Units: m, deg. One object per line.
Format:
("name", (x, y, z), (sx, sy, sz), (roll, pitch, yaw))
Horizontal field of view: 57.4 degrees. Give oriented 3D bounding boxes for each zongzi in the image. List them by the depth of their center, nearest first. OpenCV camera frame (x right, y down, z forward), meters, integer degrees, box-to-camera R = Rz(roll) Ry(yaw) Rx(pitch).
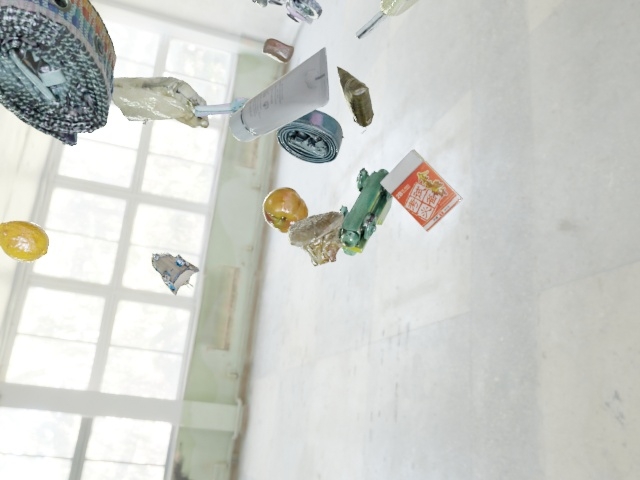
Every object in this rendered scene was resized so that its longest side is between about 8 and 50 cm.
("zongzi", (0.117, -0.502, 2.071), (0.184, 0.084, 0.187), (55, 169, 39))

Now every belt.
("belt", (-0.467, -0.323, 1.009), (0.295, 0.206, 0.161), (57, -162, -57))
("belt", (-0.049, -0.382, 2.136), (0.207, 0.267, 0.116), (109, 180, -59))

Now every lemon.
("lemon", (-1.024, 0.000, 2.011), (0.142, 0.187, 0.142), (-55, 13, 20))

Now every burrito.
("burrito", (-0.519, -0.472, 1.938), (0.190, 0.331, 0.135), (74, -149, -48))

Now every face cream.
("face cream", (-0.095, -0.319, 1.356), (0.314, 0.089, 0.143), (-20, 64, 45))

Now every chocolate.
("chocolate", (-0.137, -0.624, 1.908), (0.031, 0.100, 0.065), (-157, 92, -84))

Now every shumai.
("shumai", (-0.002, 0.002, 1.398), (0.145, 0.145, 0.116), (-123, 8, -69))

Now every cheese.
("cheese", (0.156, -0.503, 1.250), (0.127, 0.050, 0.235), (-39, 8, -35))

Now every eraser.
("eraser", (0.325, -0.162, 1.895), (0.157, 0.230, 0.038), (-46, -9, 24))

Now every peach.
("peach", (-0.105, -0.093, 1.727), (0.138, 0.138, 0.138), (-169, 90, -75))

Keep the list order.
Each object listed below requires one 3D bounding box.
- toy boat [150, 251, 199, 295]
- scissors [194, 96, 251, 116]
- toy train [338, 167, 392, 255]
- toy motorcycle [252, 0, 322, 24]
("toy boat", (-0.373, 0.064, 1.436), (0.084, 0.066, 0.210), (-49, 39, -13))
("scissors", (-0.207, -0.350, 1.541), (0.030, 0.255, 0.125), (80, -172, -47))
("toy train", (0.157, -0.087, 2.087), (0.237, 0.150, 0.369), (92, -157, -51))
("toy motorcycle", (-0.145, -0.830, 1.941), (0.143, 0.326, 0.188), (-61, 14, -3))
